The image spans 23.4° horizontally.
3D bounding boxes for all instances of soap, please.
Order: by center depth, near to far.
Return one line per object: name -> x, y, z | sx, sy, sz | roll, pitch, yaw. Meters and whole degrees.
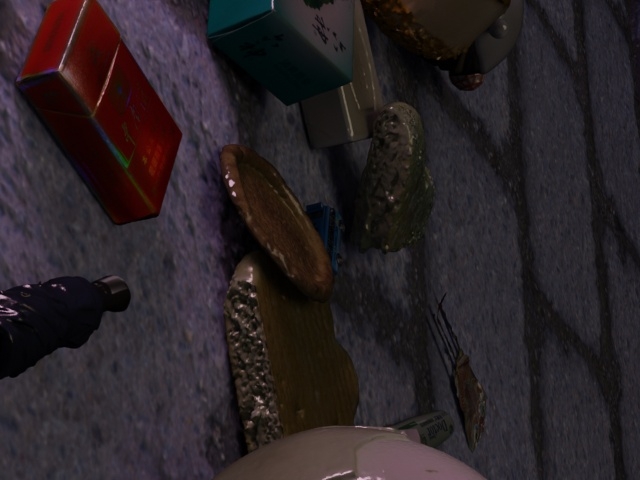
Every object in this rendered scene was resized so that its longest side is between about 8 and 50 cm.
soap -> 0.016, -0.204, 1.841 | 0.121, 0.063, 0.183 | -19, 97, -65

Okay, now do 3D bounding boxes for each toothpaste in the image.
toothpaste -> 0.119, 0.242, 1.905 | 0.218, 0.041, 0.064 | -9, 76, -65

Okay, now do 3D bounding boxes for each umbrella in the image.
umbrella -> -0.208, 0.054, 1.199 | 0.248, 0.070, 0.071 | -35, 111, -70

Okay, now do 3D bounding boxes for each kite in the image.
kite -> 0.193, 0.175, 2.146 | 0.127, 0.016, 0.229 | -68, 143, -58

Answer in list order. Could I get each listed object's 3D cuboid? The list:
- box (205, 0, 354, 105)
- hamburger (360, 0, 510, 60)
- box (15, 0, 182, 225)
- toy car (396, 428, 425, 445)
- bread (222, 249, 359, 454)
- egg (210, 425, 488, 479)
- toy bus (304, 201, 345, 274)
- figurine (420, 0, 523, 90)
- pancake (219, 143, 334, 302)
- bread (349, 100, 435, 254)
box -> -0.038, -0.292, 1.692 | 0.153, 0.092, 0.245 | 37, 45, -46
hamburger -> 0.114, -0.366, 1.973 | 0.276, 0.179, 0.294 | 7, 58, -63
box -> -0.186, -0.113, 1.337 | 0.112, 0.048, 0.175 | -79, 149, -42
toy car -> 0.085, 0.362, 1.672 | 0.301, 0.118, 0.193 | -74, 148, -46
bread -> -0.023, 0.154, 1.583 | 0.207, 0.056, 0.287 | 12, 68, -64
egg -> 0.028, 0.291, 1.295 | 0.278, 0.336, 0.278 | 39, 41, -44
toy bus -> 0.000, 0.000, 1.737 | 0.046, 0.038, 0.083 | 49, 36, -44
figurine -> 0.211, -0.360, 2.256 | 0.370, 0.167, 0.281 | -77, 153, -61
pancake -> -0.042, -0.019, 1.597 | 0.199, 0.021, 0.199 | 51, 16, -20
bread -> 0.090, -0.055, 1.876 | 0.172, 0.064, 0.232 | -59, 156, -33
